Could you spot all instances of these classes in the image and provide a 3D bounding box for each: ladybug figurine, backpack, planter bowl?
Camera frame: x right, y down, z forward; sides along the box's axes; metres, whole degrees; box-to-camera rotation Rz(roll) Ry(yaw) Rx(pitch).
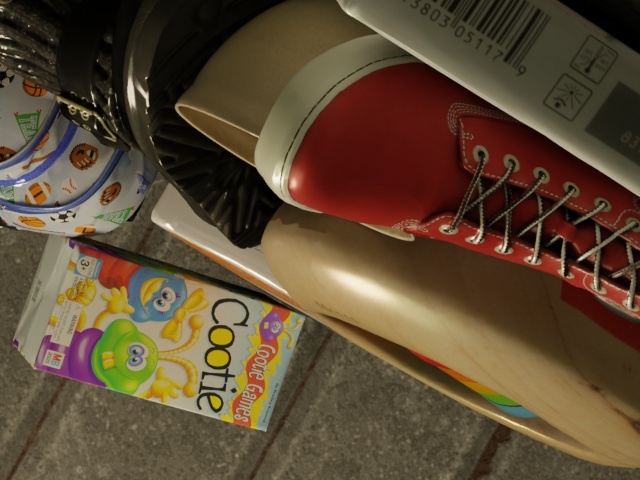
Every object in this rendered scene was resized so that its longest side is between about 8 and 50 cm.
[{"bbox_3d":[0.145,0.044,1.084,0.305,0.162,0.449,20,170,39],"label":"ladybug figurine"},{"bbox_3d":[-0.295,-0.132,1.502,0.263,0.277,0.213,15,174,15],"label":"backpack"},{"bbox_3d":[0.010,-0.085,0.841,0.162,0.109,0.162,29,177,2],"label":"planter bowl"}]

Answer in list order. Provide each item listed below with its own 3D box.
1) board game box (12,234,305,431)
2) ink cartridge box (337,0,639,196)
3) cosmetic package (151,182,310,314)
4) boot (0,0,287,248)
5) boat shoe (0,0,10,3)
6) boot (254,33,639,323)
[{"bbox_3d":[-0.182,0.100,1.598,0.275,0.144,0.142,18,-179,-23],"label":"board game box"},{"bbox_3d":[0.087,-0.102,0.685,0.189,0.066,0.232,30,-163,-14],"label":"ink cartridge box"},{"bbox_3d":[0.000,0.000,1.594,0.230,0.161,0.453,28,176,14],"label":"cosmetic package"},{"bbox_3d":[-0.137,-0.144,1.008,0.260,0.131,0.348,42,166,18],"label":"boot"},{"bbox_3d":[-0.276,-0.242,0.863,0.123,0.116,0.324,19,173,23],"label":"boat shoe"},{"bbox_3d":[0.094,-0.018,0.691,0.176,0.088,0.244,39,-157,30],"label":"boot"}]
